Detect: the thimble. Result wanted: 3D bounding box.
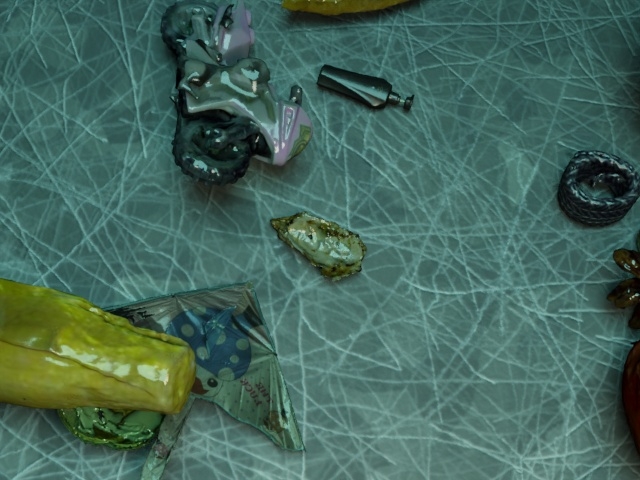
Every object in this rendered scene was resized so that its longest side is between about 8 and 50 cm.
[{"bbox_3d":[0.378,-0.070,1.513,0.104,0.066,0.095,29,67,7],"label":"thimble"}]

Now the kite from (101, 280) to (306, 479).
[{"bbox_3d":[-0.157,0.168,1.377,0.335,0.011,0.314,29,55,-2],"label":"kite"}]

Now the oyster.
[{"bbox_3d":[0.000,0.001,1.480,0.086,0.029,0.132,-33,71,-22],"label":"oyster"}]

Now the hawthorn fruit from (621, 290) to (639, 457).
[{"bbox_3d":[0.465,0.173,1.354,0.230,0.210,0.266,-37,59,8],"label":"hawthorn fruit"}]

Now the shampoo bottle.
[{"bbox_3d":[0.064,-0.214,1.569,0.137,0.027,0.048,19,71,3],"label":"shampoo bottle"}]

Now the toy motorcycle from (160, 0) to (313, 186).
[{"bbox_3d":[-0.115,-0.205,1.504,0.188,0.143,0.327,-1,53,-13],"label":"toy motorcycle"}]

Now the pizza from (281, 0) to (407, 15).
[{"bbox_3d":[0.056,-0.463,1.648,0.280,0.075,0.287,-7,67,-11],"label":"pizza"}]

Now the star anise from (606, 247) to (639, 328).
[{"bbox_3d":[0.486,0.038,1.436,0.234,0.073,0.177,-23,112,-4],"label":"star anise"}]

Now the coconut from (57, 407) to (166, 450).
[{"bbox_3d":[-0.246,0.200,1.363,0.158,0.055,0.133,-16,69,-27],"label":"coconut"}]

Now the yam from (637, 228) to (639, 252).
[{"bbox_3d":[0.504,-0.018,1.501,0.147,0.069,0.069,-20,71,-10],"label":"yam"}]

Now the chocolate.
[{"bbox_3d":[-0.360,0.110,1.300,0.446,0.162,0.162,9,68,13],"label":"chocolate"}]
